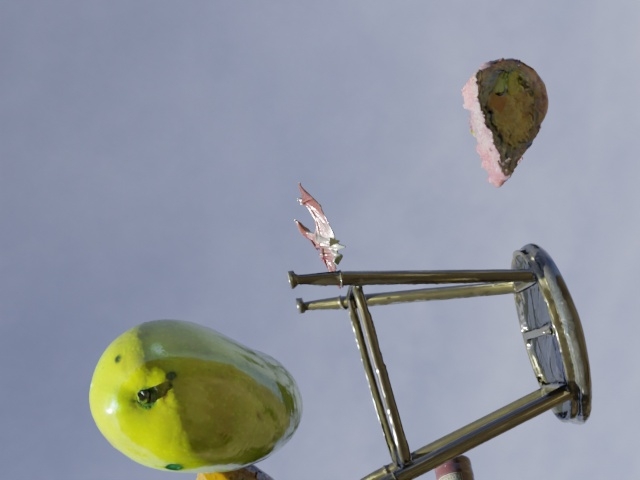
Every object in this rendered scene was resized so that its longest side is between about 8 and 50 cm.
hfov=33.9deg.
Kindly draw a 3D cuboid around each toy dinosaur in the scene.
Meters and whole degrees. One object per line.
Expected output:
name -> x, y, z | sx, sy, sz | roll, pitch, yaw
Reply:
toy dinosaur -> 0.001, -0.001, 1.617 | 0.032, 0.108, 0.220 | -32, -54, -20

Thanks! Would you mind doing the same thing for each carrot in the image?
carrot -> -0.097, 0.371, 1.518 | 0.082, 0.173, 0.082 | -57, 0, 0

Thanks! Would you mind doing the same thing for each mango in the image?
mango -> -0.115, 0.161, 1.078 | 0.143, 0.175, 0.293 | -63, -27, 5

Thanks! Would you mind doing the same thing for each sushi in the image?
sushi -> 0.375, -0.237, 2.064 | 0.161, 0.107, 0.241 | -16, -95, -15

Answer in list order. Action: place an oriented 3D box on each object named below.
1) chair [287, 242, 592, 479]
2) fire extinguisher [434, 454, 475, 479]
chair -> 0.194, 0.192, 1.686 | 0.410, 0.362, 0.364 | -15, -10, -1
fire extinguisher -> 0.250, 0.511, 1.900 | 0.071, 0.231, 0.099 | 22, -46, -32
